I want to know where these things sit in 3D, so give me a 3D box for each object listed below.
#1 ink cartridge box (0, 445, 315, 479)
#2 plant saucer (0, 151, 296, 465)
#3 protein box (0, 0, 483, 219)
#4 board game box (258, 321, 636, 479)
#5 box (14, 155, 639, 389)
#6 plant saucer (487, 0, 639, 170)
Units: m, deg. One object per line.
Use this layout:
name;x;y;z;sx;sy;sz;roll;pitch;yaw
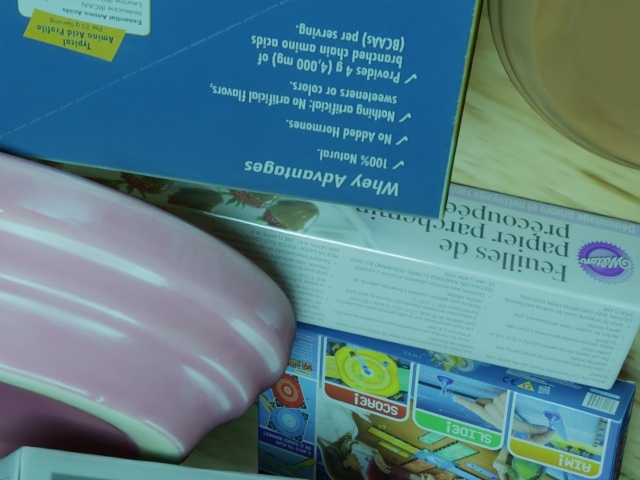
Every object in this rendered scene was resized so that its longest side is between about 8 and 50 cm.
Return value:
ink cartridge box;-0.093;0.155;0.830;0.189;0.066;0.232;10;160;-20
plant saucer;-0.180;0.045;0.763;0.332;0.084;0.332;10;161;3
protein box;-0.030;-0.138;0.614;0.199;0.136;0.201;9;134;3
board game box;0.062;0.112;0.854;0.201;0.035;0.136;16;127;18
box;0.000;0.000;0.788;0.324;0.063;0.067;12;135;1
plant saucer;0.171;-0.099;0.679;0.200;0.037;0.200;6;134;7
